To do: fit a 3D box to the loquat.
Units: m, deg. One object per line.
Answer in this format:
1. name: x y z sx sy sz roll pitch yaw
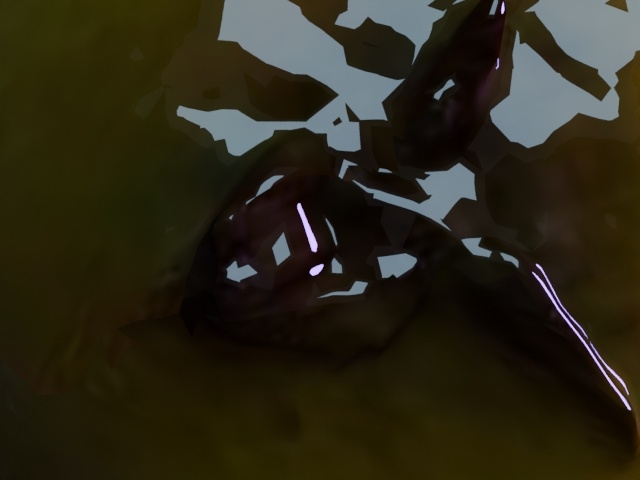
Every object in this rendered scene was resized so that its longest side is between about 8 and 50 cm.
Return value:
1. loquat: 0.000 0.000 0.654 0.328 0.328 0.359 21 -4 -2
